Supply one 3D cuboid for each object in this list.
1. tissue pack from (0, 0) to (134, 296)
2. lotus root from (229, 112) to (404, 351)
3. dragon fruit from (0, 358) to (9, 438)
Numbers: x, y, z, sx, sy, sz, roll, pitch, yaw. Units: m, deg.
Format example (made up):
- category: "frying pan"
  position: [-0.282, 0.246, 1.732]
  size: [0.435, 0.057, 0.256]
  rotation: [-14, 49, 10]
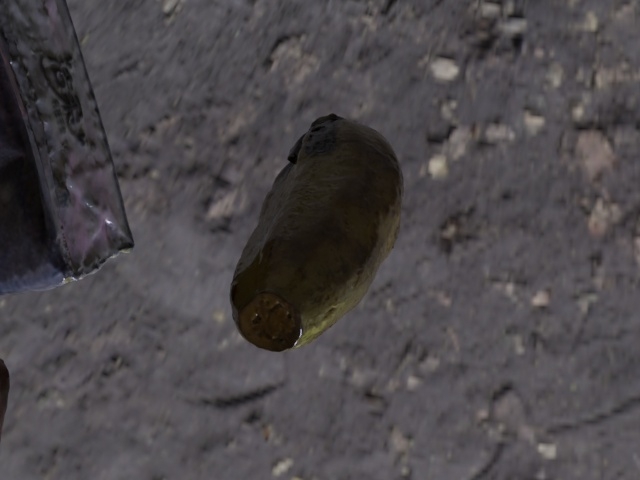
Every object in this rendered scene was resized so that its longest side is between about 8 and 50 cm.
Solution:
- category: "tissue pack"
  position: [-0.363, -0.086, 1.447]
  size: [0.394, 0.124, 0.288]
  rotation: [-8, 106, 30]
- category: "lotus root"
  position: [0.000, 0.000, 1.278]
  size: [0.097, 0.258, 0.110]
  rotation: [40, 124, -11]
- category: "dragon fruit"
  position: [-0.209, 0.040, 0.548]
  size: [0.241, 0.252, 0.241]
  rotation: [-1, 86, 9]
